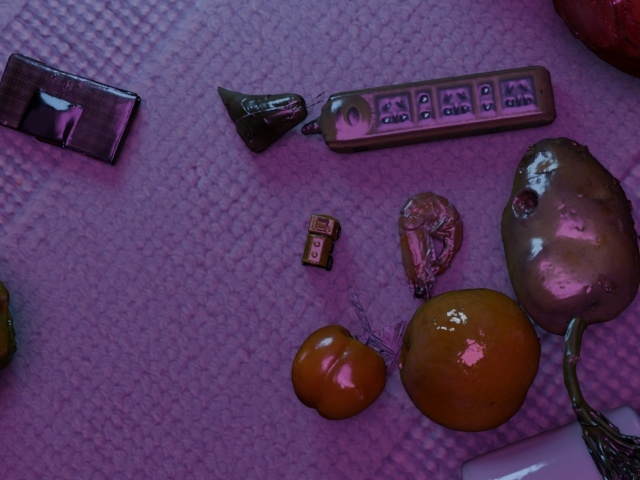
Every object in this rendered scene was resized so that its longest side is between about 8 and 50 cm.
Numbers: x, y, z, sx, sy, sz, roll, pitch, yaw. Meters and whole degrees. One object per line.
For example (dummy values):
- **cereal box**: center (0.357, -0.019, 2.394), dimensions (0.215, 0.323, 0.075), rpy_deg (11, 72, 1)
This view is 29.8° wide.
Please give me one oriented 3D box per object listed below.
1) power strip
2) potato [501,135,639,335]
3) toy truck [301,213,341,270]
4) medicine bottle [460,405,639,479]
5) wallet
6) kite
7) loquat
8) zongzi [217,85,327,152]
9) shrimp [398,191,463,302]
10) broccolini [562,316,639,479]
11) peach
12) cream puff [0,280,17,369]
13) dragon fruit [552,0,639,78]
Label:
- **power strip**: center (0.160, -0.197, 1.831), dimensions (0.387, 0.066, 0.092), rpy_deg (-8, 80, 7)
- **potato**: center (0.360, -0.008, 1.742), dimensions (0.191, 0.141, 0.296), rpy_deg (-5, 75, 2)
- **toy truck**: center (0.000, 0.000, 1.831), dimensions (0.049, 0.054, 0.083), rpy_deg (12, 84, 9)
- **medicine bottle**: center (0.398, 0.346, 1.658), dimensions (0.371, 0.211, 0.211), rpy_deg (-20, 81, 4)
- **wallet**: center (-0.411, -0.210, 1.919), dimensions (0.230, 0.042, 0.124), rpy_deg (19, 83, 8)
- **kite**: center (0.076, 0.138, 1.828), dimensions (0.137, 0.005, 0.153), rpy_deg (-13, 82, 7)
- **loquat**: center (0.213, 0.168, 1.707), dimensions (0.208, 0.208, 0.208), rpy_deg (-1, 83, 7)
- **zongzi**: center (-0.077, -0.225, 1.854), dimensions (0.154, 0.062, 0.130), rpy_deg (-35, 72, 21)
- **shrimp**: center (0.167, 0.016, 1.822), dimensions (0.099, 0.041, 0.180), rpy_deg (1, 81, -7)
- **broccolini**: center (0.392, 0.211, 1.583), dimensions (0.123, 0.062, 0.271), rpy_deg (-11, 57, -1)
- **peach**: center (0.024, 0.198, 1.767), dimensions (0.138, 0.138, 0.138), rpy_deg (-1, 83, 7)
- **cream puff**: center (-0.562, 0.143, 1.839), dimensions (0.282, 0.185, 0.282), rpy_deg (-9, 77, 47)
- **dragon fruit**: center (0.482, -0.378, 1.705), dimensions (0.295, 0.295, 0.302), rpy_deg (-40, 67, 1)
